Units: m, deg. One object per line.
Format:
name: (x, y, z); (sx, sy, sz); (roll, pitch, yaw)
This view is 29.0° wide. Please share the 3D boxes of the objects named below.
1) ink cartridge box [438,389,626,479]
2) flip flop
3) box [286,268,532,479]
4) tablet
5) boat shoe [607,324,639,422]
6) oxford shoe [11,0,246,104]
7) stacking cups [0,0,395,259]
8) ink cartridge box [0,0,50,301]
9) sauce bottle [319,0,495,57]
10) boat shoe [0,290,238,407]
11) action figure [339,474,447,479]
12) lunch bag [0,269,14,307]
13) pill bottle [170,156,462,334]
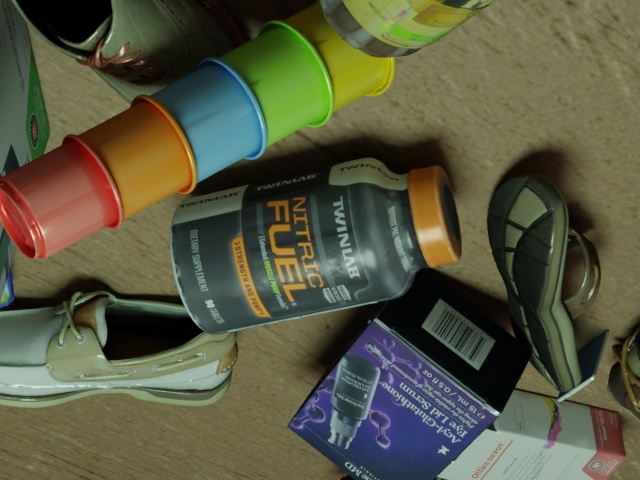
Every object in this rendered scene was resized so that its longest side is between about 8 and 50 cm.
ink cartridge box: (0.225, 0.229, 1.392); (0.198, 0.067, 0.115); (14, 135, -14)
flip flop: (0.224, 0.038, 1.171); (0.080, 0.112, 0.277); (-26, 133, -7)
box: (0.087, 0.151, 1.249); (0.153, 0.108, 0.207); (37, 132, 3)
tablet: (0.271, 0.130, 1.275); (0.006, 0.083, 0.054); (43, 128, -5)
boat shoe: (0.354, 0.146, 1.263); (0.123, 0.123, 0.342); (-13, 141, 15)
oxford shoe: (-0.158, -0.158, 0.949); (0.123, 0.130, 0.348); (-22, 132, 25)
stacking cups: (-0.087, -0.088, 0.909); (0.316, 0.096, 0.096); (-32, 147, -29)
ink cartridge box: (-0.306, -0.060, 0.947); (0.121, 0.289, 0.211); (2, 137, 2)
sauce bottle: (0.120, -0.224, 0.796); (0.111, 0.111, 0.344); (24, 156, -21)
boat shoe: (-0.234, 0.100, 1.255); (0.302, 0.113, 0.103); (2, 137, -14)
action figure: (0.149, 0.331, 1.455); (0.276, 0.141, 0.164); (20, 133, -13)
lunch bag: (-0.375, 0.021, 1.188); (0.151, 0.096, 0.129); (-6, 136, -12)
pill bottle: (0.000, 0.000, 1.112); (0.246, 0.130, 0.130); (-13, 135, 15)
